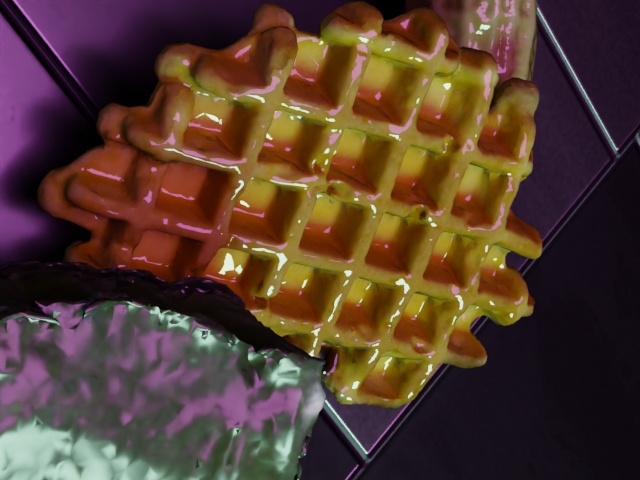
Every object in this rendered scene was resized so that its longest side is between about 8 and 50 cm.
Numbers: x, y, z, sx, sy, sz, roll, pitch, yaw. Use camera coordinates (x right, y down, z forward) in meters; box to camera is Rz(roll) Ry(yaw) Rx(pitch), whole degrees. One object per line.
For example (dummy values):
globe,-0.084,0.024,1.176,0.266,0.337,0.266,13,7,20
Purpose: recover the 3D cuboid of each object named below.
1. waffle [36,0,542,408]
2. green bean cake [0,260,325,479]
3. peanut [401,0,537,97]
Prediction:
waffle,0.000,0.000,0.754,0.309,0.065,0.283,-27,123,-7
green bean cake,-0.142,0.132,0.640,0.241,0.132,0.255,7,104,-29
peanut,0.088,-0.096,0.836,0.083,0.093,0.194,-11,114,-36
